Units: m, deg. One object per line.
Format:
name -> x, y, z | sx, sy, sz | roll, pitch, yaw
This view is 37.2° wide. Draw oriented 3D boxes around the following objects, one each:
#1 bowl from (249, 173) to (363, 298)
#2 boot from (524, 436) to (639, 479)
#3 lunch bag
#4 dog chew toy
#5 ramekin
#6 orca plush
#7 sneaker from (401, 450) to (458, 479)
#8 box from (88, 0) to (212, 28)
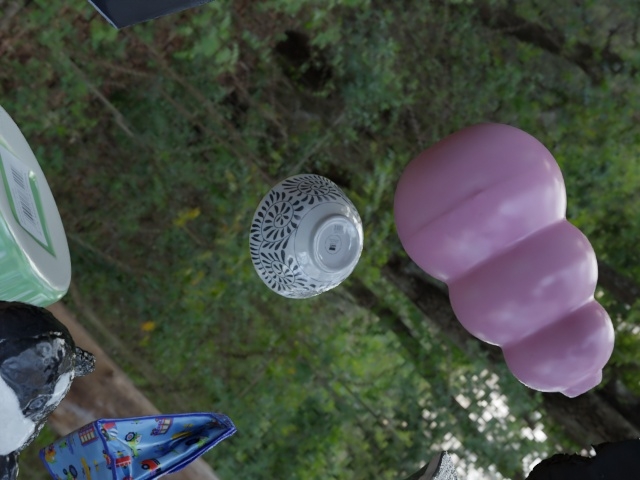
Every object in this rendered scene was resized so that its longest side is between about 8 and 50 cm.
bowl -> 0.000, 0.000, 1.242 | 0.170, 0.170, 0.080 | -45, -150, -21
boot -> 0.211, 0.289, 0.777 | 0.247, 0.207, 0.094 | -26, 136, -1
lunch bag -> -0.313, 0.374, 1.715 | 0.293, 0.138, 0.221 | -11, 166, -45
dog chew toy -> 0.229, 0.029, 1.126 | 0.207, 0.331, 0.206 | -29, 172, -4
ramekin -> -0.424, -0.031, 1.152 | 0.148, 0.303, 0.303 | -21, 177, -1
orca plush -> -0.209, 0.119, 0.690 | 0.102, 0.151, 0.287 | -8, 144, -30
sneaker -> 0.106, 0.360, 1.316 | 0.163, 0.086, 0.226 | -22, 170, 17
box -> -0.119, -0.445, 1.044 | 0.343, 0.312, 0.179 | -12, 152, 20
